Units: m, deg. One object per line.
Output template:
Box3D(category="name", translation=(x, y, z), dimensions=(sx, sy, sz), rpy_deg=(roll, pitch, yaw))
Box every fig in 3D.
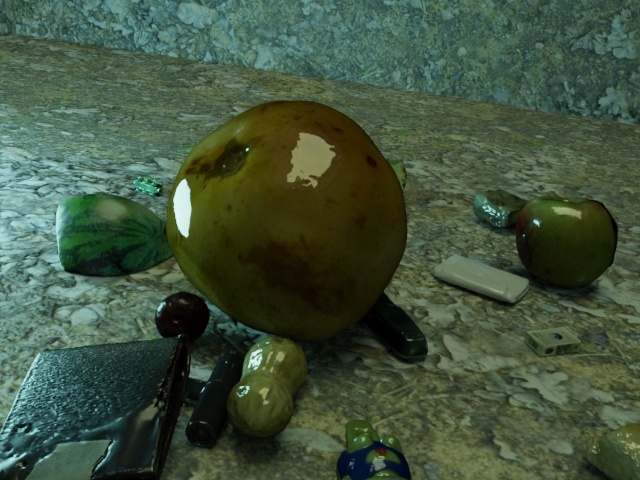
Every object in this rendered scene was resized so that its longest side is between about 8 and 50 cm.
Box3D(category="fig", translation=(-0.222, 0.127, 1.212), dimensions=(0.089, 0.089, 0.125), rpy_deg=(9, -2, 5))

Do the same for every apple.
Box3D(category="apple", translation=(0.511, 0.004, 1.532), dimensions=(0.207, 0.188, 0.174), rpy_deg=(11, 19, 28))

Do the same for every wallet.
Box3D(category="wallet", translation=(0.335, 0.076, 1.510), dimensions=(0.183, 0.032, 0.124), rpy_deg=(20, 24, 30))
Box3D(category="wallet", translation=(-0.292, 0.218, 0.937), dimensions=(0.221, 0.071, 0.262), rpy_deg=(-4, 31, 3))

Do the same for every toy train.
Box3D(category="toy train", translation=(-0.418, -0.136, 1.790), dimensions=(0.083, 0.033, 0.053), rpy_deg=(17, 22, 22))

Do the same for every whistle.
Box3D(category="whistle", translation=(0.070, 0.292, 0.885), dimensions=(0.105, 0.085, 0.227), rpy_deg=(6, 23, -12))

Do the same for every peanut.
Box3D(category="peanut", translation=(-0.073, 0.204, 1.025), dimensions=(0.098, 0.103, 0.229), rpy_deg=(-2, 21, 8))

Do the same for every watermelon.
Box3D(category="watermelon", translation=(-0.400, 0.004, 1.412), dimensions=(0.231, 0.128, 0.146), rpy_deg=(6, 41, -7))

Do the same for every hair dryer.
Box3D(category="hair dryer", translation=(-0.219, 0.216, 1.041), dimensions=(0.195, 0.050, 0.173), rpy_deg=(4, 23, 5))

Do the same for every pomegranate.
Box3D(category="pomegranate", translation=(-0.052, -0.022, 1.223), dimensions=(0.417, 0.416, 0.416), rpy_deg=(6, 24, -2))

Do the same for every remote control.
Box3D(category="remote control", translation=(0.120, 0.140, 1.294), dimensions=(0.072, 0.042, 0.222), rpy_deg=(-2, 25, -24))

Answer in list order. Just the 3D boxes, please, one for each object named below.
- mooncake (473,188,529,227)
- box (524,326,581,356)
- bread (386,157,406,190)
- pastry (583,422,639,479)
Box3D(category="mooncake", translation=(0.463, -0.073, 1.828), dimensions=(0.130, 0.073, 0.125), rpy_deg=(-12, 33, -33))
Box3D(category="box", translation=(0.415, 0.181, 1.304), dimensions=(0.083, 0.024, 0.054), rpy_deg=(-4, 24, -20))
Box3D(category="bread", translation=(0.158, -0.137, 1.890), dimensions=(0.128, 0.088, 0.232), rpy_deg=(2, 29, 12))
Box3D(category="pastry", translation=(0.452, 0.321, 0.928), dimensions=(0.121, 0.089, 0.258), rpy_deg=(10, 24, -25))
